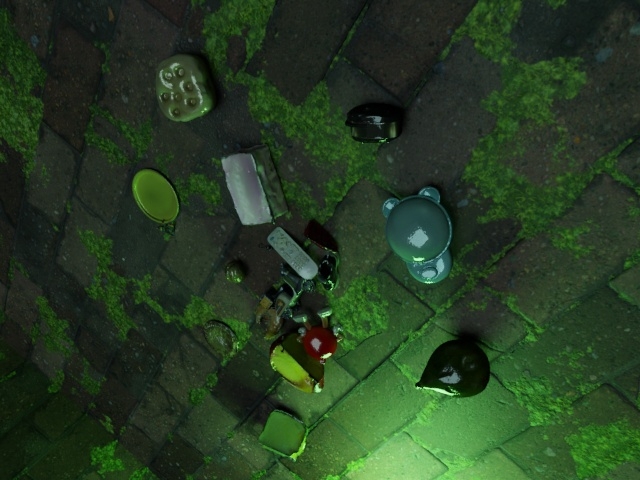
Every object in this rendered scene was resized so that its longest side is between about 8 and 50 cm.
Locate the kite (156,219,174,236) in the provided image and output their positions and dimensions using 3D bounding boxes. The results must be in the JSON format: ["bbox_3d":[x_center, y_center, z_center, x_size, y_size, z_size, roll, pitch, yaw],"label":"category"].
[{"bbox_3d":[-0.635,-0.048,2.156,0.122,0.004,0.090,-7,126,36],"label":"kite"}]

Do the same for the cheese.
[{"bbox_3d":[-0.443,-0.503,1.740,0.218,0.117,0.235,42,127,1],"label":"cheese"}]

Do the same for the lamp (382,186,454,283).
[{"bbox_3d":[0.307,-0.008,1.585,0.209,0.147,0.284,-15,109,32],"label":"lamp"}]

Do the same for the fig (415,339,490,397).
[{"bbox_3d":[0.430,0.436,1.714,0.244,0.195,0.195,-27,106,-7],"label":"fig"}]

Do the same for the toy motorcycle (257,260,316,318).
[{"bbox_3d":[-0.121,0.190,1.967,0.157,0.091,0.263,41,127,7],"label":"toy motorcycle"}]

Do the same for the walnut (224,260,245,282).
[{"bbox_3d":[-0.337,0.125,2.055,0.092,0.092,0.092,13,122,22],"label":"walnut"}]

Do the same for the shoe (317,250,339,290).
[{"bbox_3d":[0.021,0.119,1.843,0.071,0.099,0.169,15,122,19],"label":"shoe"}]

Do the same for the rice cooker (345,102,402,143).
[{"bbox_3d":[0.156,-0.338,1.507,0.165,0.112,0.107,1,123,29],"label":"rice cooker"}]

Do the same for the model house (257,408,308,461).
[{"bbox_3d":[-0.156,0.891,2.369,0.193,0.170,0.211,16,151,12],"label":"model house"}]

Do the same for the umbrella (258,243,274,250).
[{"bbox_3d":[-0.167,0.034,1.948,0.148,0.022,0.022,12,158,22],"label":"umbrella"}]

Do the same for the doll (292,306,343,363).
[{"bbox_3d":[0.001,0.366,1.997,0.183,0.085,0.217,-15,104,11],"label":"doll"}]

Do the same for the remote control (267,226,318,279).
[{"bbox_3d":[-0.095,0.048,1.887,0.229,0.044,0.073,45,100,15],"label":"remote control"}]

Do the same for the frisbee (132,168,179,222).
[{"bbox_3d":[-0.664,-0.178,2.104,0.235,0.017,0.236,13,122,22],"label":"frisbee"}]

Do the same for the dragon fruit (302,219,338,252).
[{"bbox_3d":[-0.003,0.002,1.815,0.131,0.097,0.063,30,133,-14],"label":"dragon fruit"}]

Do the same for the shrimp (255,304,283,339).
[{"bbox_3d":[-0.210,0.327,2.125,0.132,0.051,0.188,42,125,26],"label":"shrimp"}]

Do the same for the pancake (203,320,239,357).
[{"bbox_3d":[-0.442,0.439,2.323,0.199,0.021,0.199,13,121,22],"label":"pancake"}]

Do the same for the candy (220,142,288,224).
[{"bbox_3d":[-0.229,-0.189,1.797,0.155,0.116,0.265,-5,114,31],"label":"candy"}]

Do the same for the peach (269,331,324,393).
[{"bbox_3d":[-0.082,0.479,2.067,0.267,0.154,0.158,45,134,-9],"label":"peach"}]
